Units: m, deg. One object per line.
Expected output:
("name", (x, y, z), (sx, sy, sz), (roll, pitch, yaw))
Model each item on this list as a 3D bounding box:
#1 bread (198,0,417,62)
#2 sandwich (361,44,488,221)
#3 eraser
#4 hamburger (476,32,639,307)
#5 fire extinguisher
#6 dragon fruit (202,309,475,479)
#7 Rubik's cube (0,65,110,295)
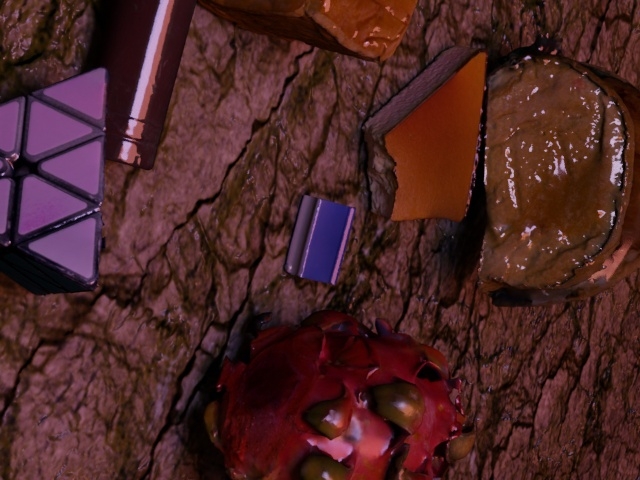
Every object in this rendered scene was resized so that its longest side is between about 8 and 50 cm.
("bread", (-0.003, -0.246, 1.271), (0.149, 0.158, 0.143), (27, 83, -45))
("sandwich", (0.106, -0.118, 1.508), (0.162, 0.058, 0.192), (-1, 101, -48))
("eraser", (0.000, 0.000, 1.447), (0.063, 0.027, 0.084), (14, 90, -51))
("hamburger", (0.284, -0.074, 1.586), (0.132, 0.211, 0.308), (0, 93, -76))
("fire extinguisher", (-0.141, -0.195, 1.198), (0.089, 0.072, 0.267), (14, 90, -76))
("dragon fruit", (0.035, 0.176, 1.393), (0.307, 0.228, 0.243), (-43, 135, -35))
("Rubik's cube", (-0.259, -0.063, 1.091), (0.178, 0.211, 0.190), (16, 77, -22))
